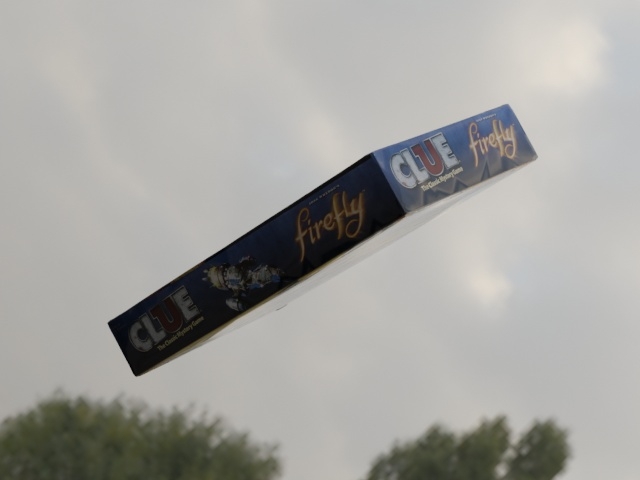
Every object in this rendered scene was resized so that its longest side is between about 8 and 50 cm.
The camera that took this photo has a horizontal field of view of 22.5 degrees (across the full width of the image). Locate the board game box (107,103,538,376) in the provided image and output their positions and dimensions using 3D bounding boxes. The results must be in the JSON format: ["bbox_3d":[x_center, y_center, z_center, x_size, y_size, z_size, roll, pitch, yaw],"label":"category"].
[{"bbox_3d":[0.000,0.000,1.012,0.243,0.165,0.042,-31,-95,37],"label":"board game box"}]
